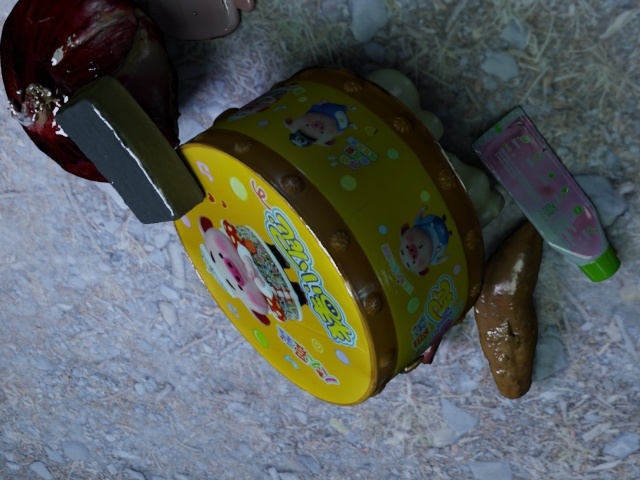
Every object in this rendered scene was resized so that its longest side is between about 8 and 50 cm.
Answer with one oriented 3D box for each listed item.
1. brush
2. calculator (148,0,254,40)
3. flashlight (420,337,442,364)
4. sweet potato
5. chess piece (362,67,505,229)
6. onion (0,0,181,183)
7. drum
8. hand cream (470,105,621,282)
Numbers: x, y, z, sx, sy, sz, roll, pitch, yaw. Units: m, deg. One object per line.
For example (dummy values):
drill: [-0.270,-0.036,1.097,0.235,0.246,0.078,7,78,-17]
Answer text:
brush: [-0.243,-0.108,1.078,0.123,0.059,0.197,-7,125,53]
calculator: [-0.170,-0.331,1.197,0.165,0.024,0.103,-3,124,26]
flashlight: [0.089,0.121,1.396,0.231,0.093,0.093,22,131,11]
sweet potato: [0.282,0.114,1.297,0.106,0.095,0.355,-11,124,-13]
chess piece: [0.128,-0.121,1.168,0.144,0.144,0.251,-25,106,36]
onion: [-0.337,-0.213,1.220,0.314,0.232,0.314,25,139,24]
drum: [0.000,0.000,1.142,0.431,0.214,0.431,38,149,29]
hand cream: [0.318,-0.054,1.178,0.275,0.079,0.050,49,163,-15]
